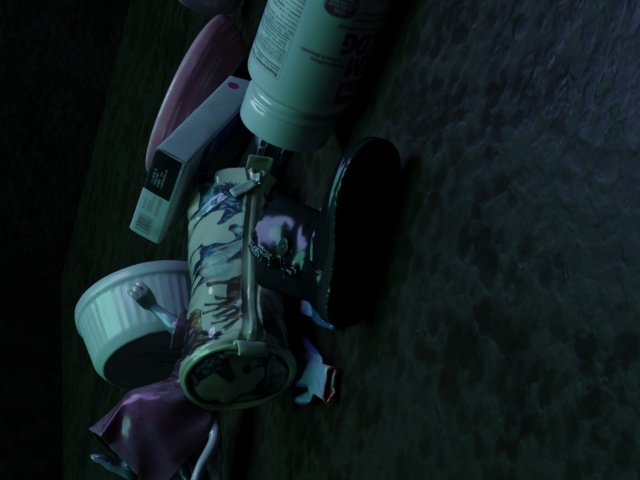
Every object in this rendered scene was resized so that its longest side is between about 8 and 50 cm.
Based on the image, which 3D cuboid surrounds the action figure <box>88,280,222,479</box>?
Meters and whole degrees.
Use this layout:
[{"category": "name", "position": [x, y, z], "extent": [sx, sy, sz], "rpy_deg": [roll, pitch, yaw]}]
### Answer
[{"category": "action figure", "position": [-0.191, 0.226, 1.668], "extent": [0.275, 0.248, 0.370], "rpy_deg": [25, 79, 36]}]

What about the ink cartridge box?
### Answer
[{"category": "ink cartridge box", "position": [-0.194, -0.159, 1.799], "extent": [0.371, 0.069, 0.176], "rpy_deg": [-53, -9, -52]}]

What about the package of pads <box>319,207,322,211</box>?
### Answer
[{"category": "package of pads", "position": [0.000, 0.000, 1.473], "extent": [0.050, 0.032, 0.083], "rpy_deg": [-76, 3, -72]}]

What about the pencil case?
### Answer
[{"category": "pencil case", "position": [-0.122, 0.060, 1.563], "extent": [0.410, 0.159, 0.183], "rpy_deg": [-95, 14, -47]}]

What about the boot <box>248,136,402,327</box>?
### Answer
[{"category": "boot", "position": [-0.005, -0.029, 1.357], "extent": [0.207, 0.094, 0.247], "rpy_deg": [27, 110, 52]}]

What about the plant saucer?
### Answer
[{"category": "plant saucer", "position": [-0.219, -0.258, 1.990], "extent": [0.332, 0.084, 0.332], "rpy_deg": [-64, -1, -1]}]

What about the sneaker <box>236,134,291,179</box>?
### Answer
[{"category": "sneaker", "position": [-0.095, -0.147, 1.780], "extent": [0.191, 0.071, 0.083], "rpy_deg": [-50, 28, 40]}]

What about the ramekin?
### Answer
[{"category": "ramekin", "position": [-0.294, 0.161, 1.890], "extent": [0.273, 0.272, 0.127], "rpy_deg": [-58, 41, 45]}]

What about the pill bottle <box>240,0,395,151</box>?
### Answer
[{"category": "pill bottle", "position": [-0.005, -0.274, 1.447], "extent": [0.160, 0.160, 0.283], "rpy_deg": [-106, 32, -50]}]

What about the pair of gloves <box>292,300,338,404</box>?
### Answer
[{"category": "pair of gloves", "position": [0.000, 0.130, 1.439], "extent": [0.159, 0.023, 0.198], "rpy_deg": [-177, 98, -69]}]

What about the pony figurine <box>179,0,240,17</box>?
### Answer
[{"category": "pony figurine", "position": [-0.221, -0.581, 2.005], "extent": [0.363, 0.351, 0.303], "rpy_deg": [24, 108, 50]}]
